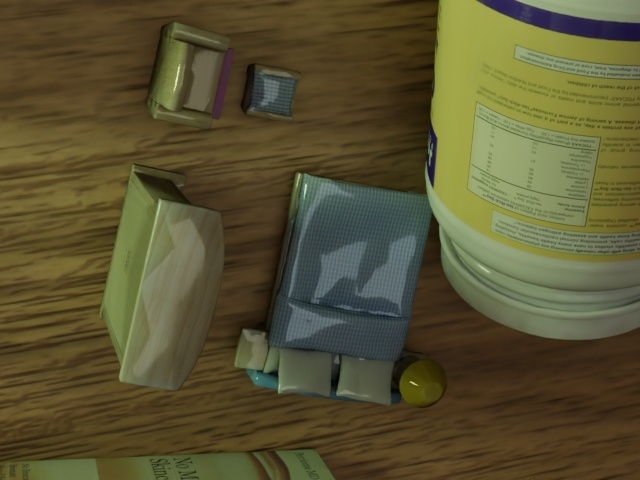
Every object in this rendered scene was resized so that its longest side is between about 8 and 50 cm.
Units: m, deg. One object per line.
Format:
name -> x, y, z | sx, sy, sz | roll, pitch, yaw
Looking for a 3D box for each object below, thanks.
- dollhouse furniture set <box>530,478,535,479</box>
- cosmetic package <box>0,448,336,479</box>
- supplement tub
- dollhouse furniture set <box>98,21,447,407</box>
dollhouse furniture set -> 0.254, 0.345, 1.195 | 0.183, 0.129, 0.129 | 37, 90, -18
cosmetic package -> -0.132, 0.265, 1.066 | 0.296, 0.153, 0.129 | 0, 102, -16
supplement tub -> 0.206, -0.112, 0.988 | 0.241, 0.241, 0.331 | -9, 129, -13
dollhouse furniture set -> 0.000, 0.000, 1.023 | 0.303, 0.198, 0.286 | 11, 98, -17
